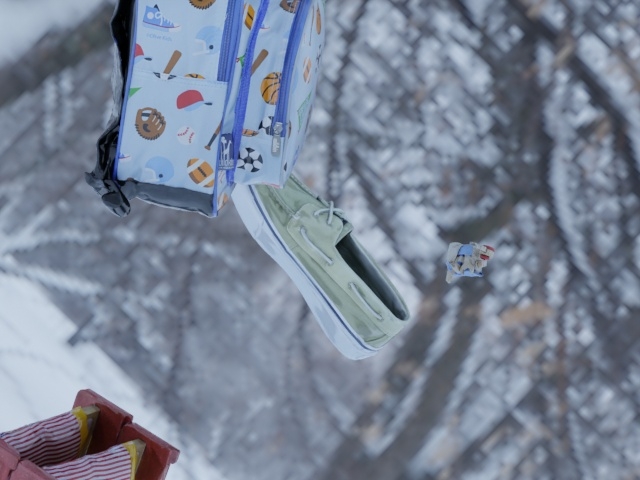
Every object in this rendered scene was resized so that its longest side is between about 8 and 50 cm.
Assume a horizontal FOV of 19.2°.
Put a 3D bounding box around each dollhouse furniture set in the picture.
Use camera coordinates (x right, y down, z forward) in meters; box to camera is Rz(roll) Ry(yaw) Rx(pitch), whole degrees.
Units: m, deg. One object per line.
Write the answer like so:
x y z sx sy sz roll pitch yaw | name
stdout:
-0.323 0.371 2.162 0.152 0.374 0.201 32 27 26 | dollhouse furniture set

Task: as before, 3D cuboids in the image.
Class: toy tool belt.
0.196 0.033 2.499 0.052 0.051 0.083 25 -13 -28 | toy tool belt

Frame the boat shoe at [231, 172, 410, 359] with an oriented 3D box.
0.000 0.000 2.284 0.302 0.094 0.109 54 28 -2 | boat shoe

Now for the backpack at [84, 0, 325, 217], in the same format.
-0.102 -0.174 1.749 0.276 0.213 0.263 -88 179 -69 | backpack
